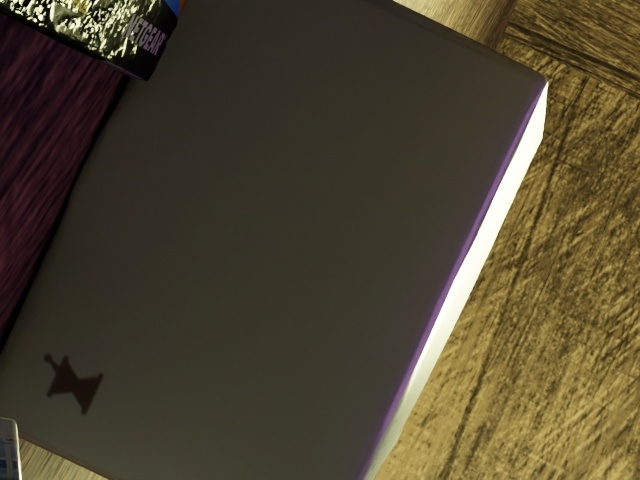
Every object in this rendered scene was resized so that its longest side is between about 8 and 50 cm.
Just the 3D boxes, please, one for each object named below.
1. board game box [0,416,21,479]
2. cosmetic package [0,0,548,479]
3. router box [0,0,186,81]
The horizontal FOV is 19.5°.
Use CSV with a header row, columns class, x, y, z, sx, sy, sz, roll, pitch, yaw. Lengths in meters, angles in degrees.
class,x,y,z,sx,sy,sz,roll,pitch,yaw
board game box,-0.087,0.081,0.309,0.194,0.060,0.194,133,-46,-56
cosmetic package,0.000,0.000,0.962,0.230,0.161,0.453,-65,174,4
router box,-0.053,-0.118,0.498,0.133,0.046,0.179,-65,175,2
